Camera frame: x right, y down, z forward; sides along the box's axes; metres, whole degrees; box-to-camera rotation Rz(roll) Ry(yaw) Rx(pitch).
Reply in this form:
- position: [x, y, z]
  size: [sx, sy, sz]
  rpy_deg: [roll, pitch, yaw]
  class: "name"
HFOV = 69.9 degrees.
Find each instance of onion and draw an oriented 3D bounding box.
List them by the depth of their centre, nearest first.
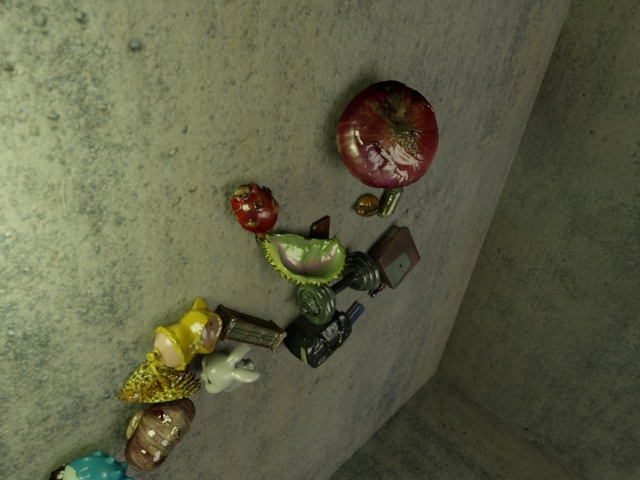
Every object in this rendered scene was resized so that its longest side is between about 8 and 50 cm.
- position: [0.203, -0.331, 1.487]
  size: [0.348, 0.285, 0.347]
  rpy_deg: [0, 91, -19]
  class: "onion"

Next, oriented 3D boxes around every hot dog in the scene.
- position: [0.183, -0.133, 1.778]
  size: [0.140, 0.060, 0.089]
  rpy_deg: [-3, 114, -48]
  class: "hot dog"

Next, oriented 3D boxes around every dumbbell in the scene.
- position: [0.074, 0.179, 1.785]
  size: [0.406, 0.179, 0.179]
  rpy_deg: [-29, 138, -36]
  class: "dumbbell"

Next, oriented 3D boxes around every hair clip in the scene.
- position: [0.311, 0.183, 2.232]
  size: [0.146, 0.056, 0.187]
  rpy_deg: [-12, 135, -50]
  class: "hair clip"

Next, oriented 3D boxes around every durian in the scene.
- position: [-0.467, 0.418, 1.364]
  size: [0.139, 0.144, 0.252]
  rpy_deg: [-30, 168, 29]
  class: "durian"
- position: [-0.041, 0.061, 1.543]
  size: [0.356, 0.157, 0.169]
  rpy_deg: [-4, 116, -43]
  class: "durian"

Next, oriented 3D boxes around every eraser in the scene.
- position: [0.121, 0.387, 2.151]
  size: [0.225, 0.036, 0.082]
  rpy_deg: [-48, 146, -15]
  class: "eraser"

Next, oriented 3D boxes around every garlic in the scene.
- position: [-0.489, 0.563, 1.375]
  size: [0.245, 0.160, 0.245]
  rpy_deg: [-50, 177, -4]
  class: "garlic"

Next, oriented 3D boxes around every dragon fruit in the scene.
- position: [-0.178, -0.065, 1.311]
  size: [0.125, 0.125, 0.246]
  rpy_deg: [-47, 155, -27]
  class: "dragon fruit"

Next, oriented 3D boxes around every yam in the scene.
- position: [0.288, -0.158, 1.887]
  size: [0.070, 0.070, 0.146]
  rpy_deg: [6, 111, -55]
  class: "yam"

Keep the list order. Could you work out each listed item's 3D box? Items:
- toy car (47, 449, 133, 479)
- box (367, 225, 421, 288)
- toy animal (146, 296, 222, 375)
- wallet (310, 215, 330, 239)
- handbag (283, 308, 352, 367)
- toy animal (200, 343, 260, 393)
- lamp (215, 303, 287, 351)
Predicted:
- position: [-0.629, 0.710, 1.289]
  size: [0.190, 0.189, 0.255]
  rpy_deg: [-27, 135, -48]
  class: "toy car"
- position: [0.335, 0.071, 2.081]
  size: [0.215, 0.086, 0.215]
  rpy_deg: [-46, 129, -19]
  class: "box"
- position: [-0.388, 0.281, 1.302]
  size: [0.230, 0.156, 0.156]
  rpy_deg: [-36, 143, -46]
  class: "toy animal"
- position: [0.000, 0.000, 1.676]
  size: [0.095, 0.026, 0.176]
  rpy_deg: [-28, 137, -35]
  class: "wallet"
- position: [-0.003, 0.379, 1.828]
  size: [0.254, 0.181, 0.181]
  rpy_deg: [-39, 131, -26]
  class: "handbag"
- position: [-0.294, 0.423, 1.490]
  size: [0.179, 0.127, 0.193]
  rpy_deg: [-10, 158, -13]
  class: "toy animal"
- position: [-0.240, 0.305, 1.554]
  size: [0.090, 0.089, 0.325]
  rpy_deg: [-57, 147, -1]
  class: "lamp"
